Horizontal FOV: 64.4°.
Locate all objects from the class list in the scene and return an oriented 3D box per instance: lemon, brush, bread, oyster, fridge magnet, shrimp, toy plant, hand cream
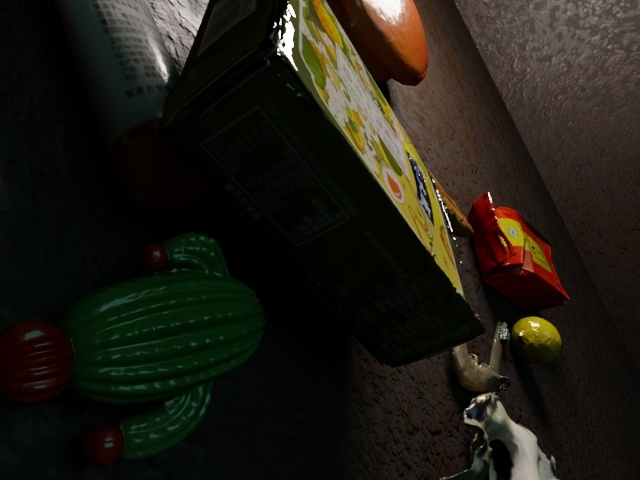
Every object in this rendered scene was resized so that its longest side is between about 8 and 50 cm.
[{"bbox_3d":[0.510,0.238,1.202,0.133,0.109,0.109,31,45,-29],"label":"lemon"},{"bbox_3d":[0.399,0.235,1.121,0.034,0.027,0.190,57,34,-7],"label":"brush"},{"bbox_3d":[0.225,-0.078,1.044,0.233,0.076,0.105,45,24,-16],"label":"bread"},{"bbox_3d":[0.261,0.362,0.769,0.238,0.115,0.351,47,30,-10],"label":"oyster"},{"bbox_3d":[0.115,-0.493,1.098,0.363,0.155,0.364,34,42,-38],"label":"fridge magnet"},{"bbox_3d":[0.301,0.221,0.977,0.219,0.046,0.152,32,48,-40],"label":"shrimp"},{"bbox_3d":[-0.138,0.091,0.405,0.240,0.088,0.155,-42,119,-49],"label":"toy plant"},{"bbox_3d":[-0.198,-0.187,0.508,0.139,0.089,0.314,8,58,-62],"label":"hand cream"}]

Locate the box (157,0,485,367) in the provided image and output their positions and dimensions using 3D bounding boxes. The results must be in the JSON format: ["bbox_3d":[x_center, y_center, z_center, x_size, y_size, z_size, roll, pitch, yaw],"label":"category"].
[{"bbox_3d":[0.022,-0.110,0.625,0.420,0.138,0.373,49,23,-35],"label":"box"}]

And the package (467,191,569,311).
[{"bbox_3d":[0.512,0.045,1.324,0.423,0.123,0.196,27,46,-43],"label":"package"}]
